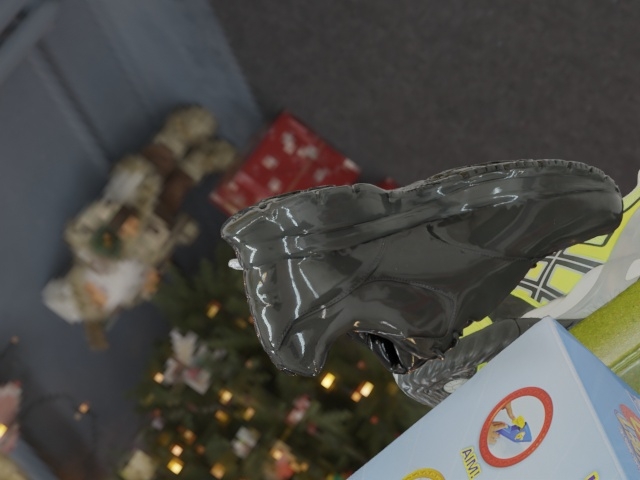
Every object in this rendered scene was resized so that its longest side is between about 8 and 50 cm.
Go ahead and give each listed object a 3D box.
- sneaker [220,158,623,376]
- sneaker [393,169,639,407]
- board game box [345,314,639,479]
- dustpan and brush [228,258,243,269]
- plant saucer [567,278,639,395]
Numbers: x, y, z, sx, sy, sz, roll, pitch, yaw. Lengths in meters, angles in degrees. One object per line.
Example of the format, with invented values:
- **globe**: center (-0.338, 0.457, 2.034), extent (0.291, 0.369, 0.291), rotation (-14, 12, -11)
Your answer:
- **sneaker**: center (0.076, 0.018, 1.034), extent (0.109, 0.286, 0.130), rotation (166, 93, -69)
- **sneaker**: center (0.248, 0.058, 1.686), extent (0.145, 0.385, 0.147), rotation (70, 174, -57)
- **board game box**: center (0.049, 0.231, 0.669), extent (0.086, 0.302, 0.308), rotation (40, -161, -28)
- **dustpan and brush**: center (0.000, 0.000, 1.465), extent (0.211, 0.060, 0.147), rotation (2, 163, -37)
- **plant saucer**: center (0.233, 0.124, 1.011), extent (0.188, 0.188, 0.045), rotation (54, -178, 1)
